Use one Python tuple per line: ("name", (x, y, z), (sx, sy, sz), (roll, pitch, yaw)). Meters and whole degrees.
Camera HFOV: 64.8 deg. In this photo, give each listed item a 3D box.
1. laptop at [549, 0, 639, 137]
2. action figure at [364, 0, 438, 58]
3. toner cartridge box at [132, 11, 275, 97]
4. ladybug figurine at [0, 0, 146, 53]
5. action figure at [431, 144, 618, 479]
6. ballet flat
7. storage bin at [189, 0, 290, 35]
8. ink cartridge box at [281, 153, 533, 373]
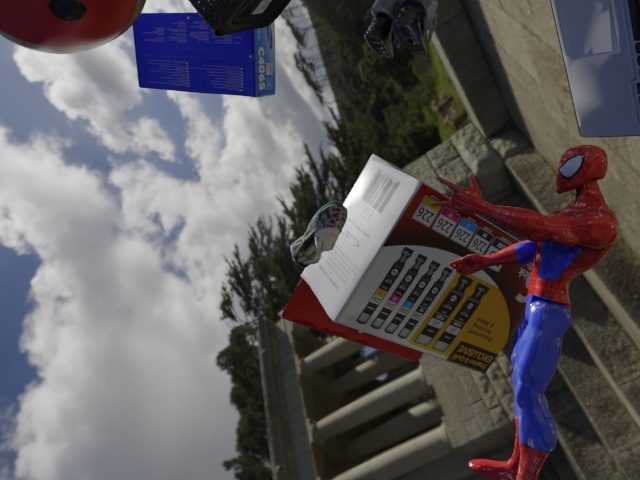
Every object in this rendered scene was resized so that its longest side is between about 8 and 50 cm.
("laptop", (0.441, -0.256, 0.640), (0.408, 0.236, 0.382), (13, 136, 54))
("action figure", (0.151, -0.411, 0.714), (0.185, 0.285, 0.099), (23, -177, 41))
("toner cartridge box", (-0.262, -0.413, 1.113), (0.075, 0.348, 0.165), (-33, -50, -53))
("ladybug figurine", (-0.378, -0.412, 0.649), (0.305, 0.449, 0.162), (24, -120, -9))
("action figure", (0.136, 0.056, 0.396), (0.139, 0.280, 0.091), (17, -173, 15))
("ballet flat", (0.000, 0.000, 0.567), (0.041, 0.114, 0.041), (13, -123, -22))
("storage bin", (-0.125, -0.430, 0.859), (0.084, 0.122, 0.180), (52, -140, -2))
("ink cartridge box", (0.144, 0.073, 0.731), (0.309, 0.272, 0.130), (24, -167, -31))
